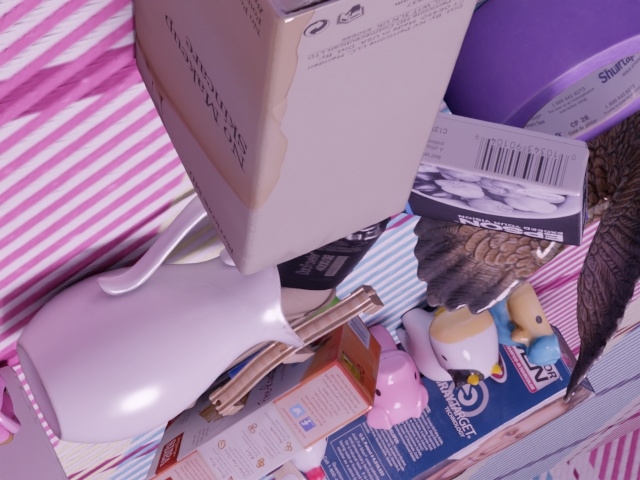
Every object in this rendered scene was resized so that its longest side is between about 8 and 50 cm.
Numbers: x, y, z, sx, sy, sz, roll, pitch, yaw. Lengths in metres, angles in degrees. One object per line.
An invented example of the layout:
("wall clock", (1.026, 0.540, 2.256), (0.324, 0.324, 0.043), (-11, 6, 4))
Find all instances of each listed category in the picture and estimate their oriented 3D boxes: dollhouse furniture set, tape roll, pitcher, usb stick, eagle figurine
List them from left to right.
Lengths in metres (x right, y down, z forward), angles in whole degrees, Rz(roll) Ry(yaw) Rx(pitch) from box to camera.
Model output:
("pitcher", (-0.125, 0.053, 1.303), (0.207, 0.125, 0.177), (-25, 132, -18))
("dollhouse furniture set", (-0.011, 0.216, 1.760), (0.114, 0.081, 0.091), (-33, -166, 15))
("usb stick", (0.000, 0.000, 1.341), (0.077, 0.045, 0.278), (6, 170, -5))
("tape roll", (0.183, -0.135, 1.282), (0.189, 0.080, 0.189), (-26, 162, -9))
("eagle figurine", (0.246, -0.031, 1.428), (0.298, 0.225, 0.226), (-31, 175, -16))

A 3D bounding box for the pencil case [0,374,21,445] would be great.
("pencil case", (-0.379, 0.126, 1.014), (0.386, 0.160, 0.167), (-25, 163, -11))

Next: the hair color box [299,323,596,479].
("hair color box", (0.149, 0.224, 2.072), (0.347, 0.105, 0.174), (-33, 163, 10))

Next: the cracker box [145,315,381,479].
("cracker box", (-0.054, 0.169, 1.703), (0.232, 0.067, 0.155), (-34, -167, 14))

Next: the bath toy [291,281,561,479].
("bath toy", (0.083, 0.151, 1.872), (0.348, 0.129, 0.151), (-23, 163, -15))

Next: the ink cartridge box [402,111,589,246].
("ink cartridge box", (0.093, -0.044, 1.257), (0.206, 0.045, 0.208), (12, 169, 12))

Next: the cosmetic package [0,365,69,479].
("cosmetic package", (-0.317, 0.262, 1.515), (0.197, 0.155, 0.365), (-25, 161, -14))

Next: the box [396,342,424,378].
("box", (0.111, 0.166, 2.101), (0.233, 0.044, 0.159), (-39, 161, 30))

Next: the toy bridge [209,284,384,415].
("toy bridge", (-0.025, 0.098, 1.571), (0.188, 0.026, 0.063), (-36, 167, 13))

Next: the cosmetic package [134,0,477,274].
("cosmetic package", (-0.017, -0.118, 0.878), (0.113, 0.160, 0.309), (-23, 161, -15))

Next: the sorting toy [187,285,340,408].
("sorting toy", (-0.097, 0.089, 1.528), (0.196, 0.047, 0.348), (-38, 168, 21))
